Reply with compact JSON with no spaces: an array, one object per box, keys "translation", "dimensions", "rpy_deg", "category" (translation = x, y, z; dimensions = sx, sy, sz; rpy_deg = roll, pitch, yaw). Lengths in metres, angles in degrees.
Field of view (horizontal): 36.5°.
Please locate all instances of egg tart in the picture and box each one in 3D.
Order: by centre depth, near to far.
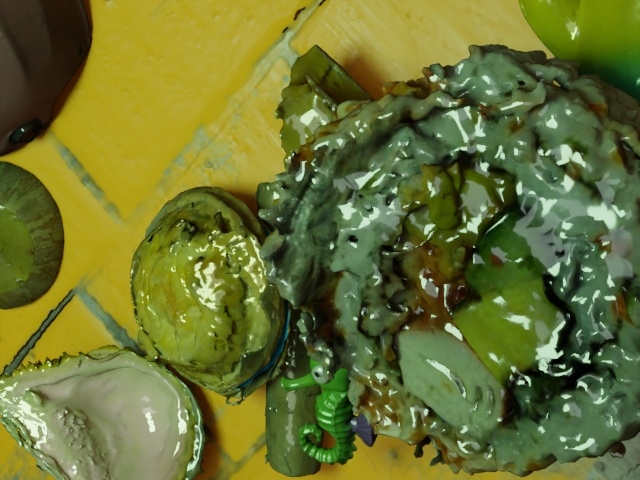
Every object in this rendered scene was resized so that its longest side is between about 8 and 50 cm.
[{"translation":[-0.154,0.072,1.200],"dimensions":[0.291,0.107,0.291],"rpy_deg":[8,102,45],"category":"egg tart"}]

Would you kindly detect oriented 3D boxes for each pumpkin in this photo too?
[{"translation":[-0.471,-0.001,1.358],"dimensions":[0.217,0.110,0.217],"rpy_deg":[1,96,7],"category":"pumpkin"}]

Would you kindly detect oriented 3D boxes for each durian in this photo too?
[{"translation":[-0.258,0.245,1.300],"dimensions":[0.195,0.185,0.305],"rpy_deg":[-42,86,4],"category":"durian"}]

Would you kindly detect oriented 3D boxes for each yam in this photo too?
[{"translation":[-0.035,0.109,1.217],"dimensions":[0.083,0.083,0.371],"rpy_deg":[2,98,22],"category":"yam"}]

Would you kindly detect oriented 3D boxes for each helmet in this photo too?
[{"translation":[-0.478,-0.253,1.278],"dimensions":[0.338,0.197,0.271],"rpy_deg":[-41,85,22],"category":"helmet"}]

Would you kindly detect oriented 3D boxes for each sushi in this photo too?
[{"translation":[0.152,0.028,0.875],"dimensions":[0.417,0.176,0.417],"rpy_deg":[7,105,28],"category":"sushi"}]

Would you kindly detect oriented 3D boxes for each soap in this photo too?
[{"translation":[0.000,0.000,1.121],"dimensions":[0.338,0.169,0.304],"rpy_deg":[45,111,-1],"category":"soap"}]

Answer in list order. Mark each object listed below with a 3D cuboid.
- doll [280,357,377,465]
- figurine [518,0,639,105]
[{"translation":[0.013,0.184,1.086],"dimensions":[0.115,0.050,0.190],"rpy_deg":[10,124,18],"category":"doll"},{"translation":[0.355,-0.164,0.928],"dimensions":[0.323,0.231,0.340],"rpy_deg":[-2,99,9],"category":"figurine"}]
